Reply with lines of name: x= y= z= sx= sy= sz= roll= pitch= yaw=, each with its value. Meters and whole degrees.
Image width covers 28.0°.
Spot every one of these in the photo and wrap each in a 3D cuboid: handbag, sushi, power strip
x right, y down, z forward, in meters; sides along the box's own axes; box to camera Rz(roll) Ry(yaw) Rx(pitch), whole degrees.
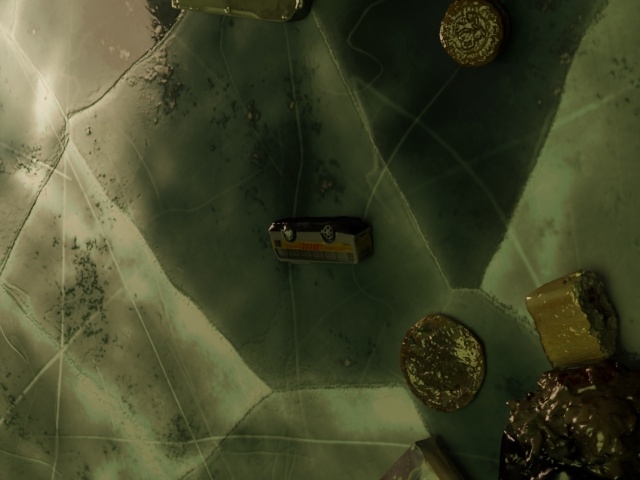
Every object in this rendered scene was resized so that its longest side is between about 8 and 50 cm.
handbag: x=0.176 y=0.396 z=1.946 sx=0.173 sy=0.095 sz=0.117 roll=52 pitch=128 yaw=22
sushi: x=0.340 y=0.265 z=1.673 sx=0.238 sy=0.225 sz=0.218 roll=13 pitch=110 yaw=37
power strip: x=-0.130 y=-0.398 z=2.051 sx=0.286 sy=0.048 sz=0.080 roll=15 pitch=110 yaw=35

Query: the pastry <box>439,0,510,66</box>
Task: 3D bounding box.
pastry: x=0.217 y=-0.296 z=1.800 sx=0.097 sy=0.057 sz=0.109 roll=-38 pitch=77 yaw=31

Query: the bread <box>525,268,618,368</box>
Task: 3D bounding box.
bread: x=0.349 y=0.106 z=1.764 sx=0.106 sy=0.082 sz=0.125 roll=-17 pitch=99 yaw=49

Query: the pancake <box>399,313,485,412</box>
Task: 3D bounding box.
pancake: x=0.185 y=0.185 z=1.939 sx=0.152 sy=0.025 sz=0.151 roll=8 pitch=103 yaw=37

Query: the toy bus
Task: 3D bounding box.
toy bus: x=0.000 y=0.000 z=2.026 sx=0.172 sy=0.057 sz=0.072 roll=0 pitch=108 yaw=38
